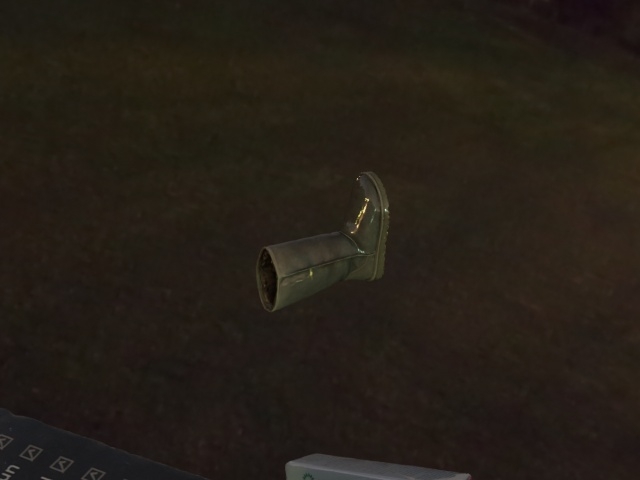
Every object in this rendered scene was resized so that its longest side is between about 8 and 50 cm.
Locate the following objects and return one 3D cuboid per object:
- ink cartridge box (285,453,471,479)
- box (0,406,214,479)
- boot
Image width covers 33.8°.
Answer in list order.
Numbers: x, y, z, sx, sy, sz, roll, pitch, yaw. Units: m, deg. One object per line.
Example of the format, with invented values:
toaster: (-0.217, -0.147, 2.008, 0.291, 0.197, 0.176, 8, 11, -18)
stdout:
ink cartridge box: (0.109, 0.422, 1.207, 0.330, 0.324, 0.071, -2, 5, 41)
box: (-0.173, 0.391, 0.634, 0.472, 0.297, 0.480, 10, 32, 27)
boot: (0.001, -0.001, 1.576, 0.208, 0.189, 0.076, -8, 12, -29)
